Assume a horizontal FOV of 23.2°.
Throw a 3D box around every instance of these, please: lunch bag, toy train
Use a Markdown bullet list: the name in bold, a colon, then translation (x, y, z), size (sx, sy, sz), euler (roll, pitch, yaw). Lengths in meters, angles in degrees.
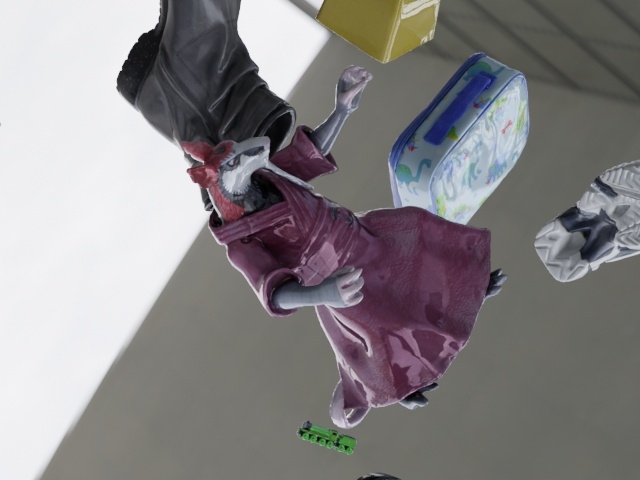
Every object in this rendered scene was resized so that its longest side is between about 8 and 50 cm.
- **lunch bag**: translation (0.180, -0.123, 2.004), size (0.090, 0.176, 0.219), euler (30, -112, 26)
- **toy train**: translation (0.008, 0.243, 1.927), size (0.017, 0.083, 0.024), euler (13, -98, 62)

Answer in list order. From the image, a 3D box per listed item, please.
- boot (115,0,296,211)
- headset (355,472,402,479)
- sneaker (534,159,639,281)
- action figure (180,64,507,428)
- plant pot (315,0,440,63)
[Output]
- **boot**: translation (-0.096, -0.212, 1.762), size (0.223, 0.118, 0.338), euler (50, -43, 25)
- **headset**: translation (0.130, 0.308, 1.571), size (0.185, 0.243, 0.394), euler (-61, 165, -11)
- **sneaker**: translation (0.355, -0.041, 1.690), size (0.153, 0.094, 0.235), euler (-26, 166, -37)
- **action figure**: translation (0.000, 0.000, 1.625), size (0.275, 0.370, 0.248), euler (-31, -148, 52)
- **plant pot**: translation (0.059, -0.220, 1.372), size (0.081, 0.081, 0.083), euler (-33, 151, -44)
